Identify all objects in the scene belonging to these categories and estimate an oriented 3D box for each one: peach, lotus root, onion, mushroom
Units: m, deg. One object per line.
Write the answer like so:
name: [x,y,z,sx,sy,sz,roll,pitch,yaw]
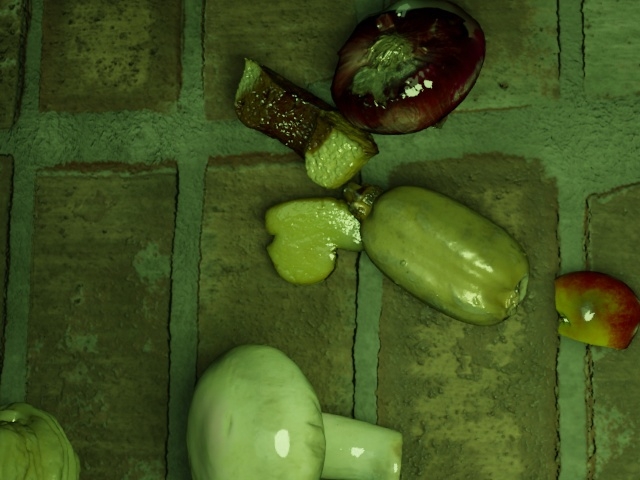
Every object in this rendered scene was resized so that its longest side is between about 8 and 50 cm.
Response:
peach: [0.429,0.108,1.725,0.118,0.151,0.151,-30,75,23]
lotus root: [0.179,0.009,1.795,0.343,0.151,0.169,32,105,17]
onion: [0.151,-0.268,1.842,0.272,0.195,0.272,-15,43,15]
mushroom: [-0.074,0.338,1.747,0.356,0.315,0.315,38,93,17]

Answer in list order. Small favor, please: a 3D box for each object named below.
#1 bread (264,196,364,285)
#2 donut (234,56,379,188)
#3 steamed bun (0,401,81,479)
bread: [0.000,0.000,1.896,0.188,0.065,0.149,-2,94,8]
donut: [-0.017,-0.186,1.889,0.295,0.151,0.112,42,107,24]
steamed bun: [-0.553,0.447,1.855,0.325,0.372,0.230,-41,106,12]
